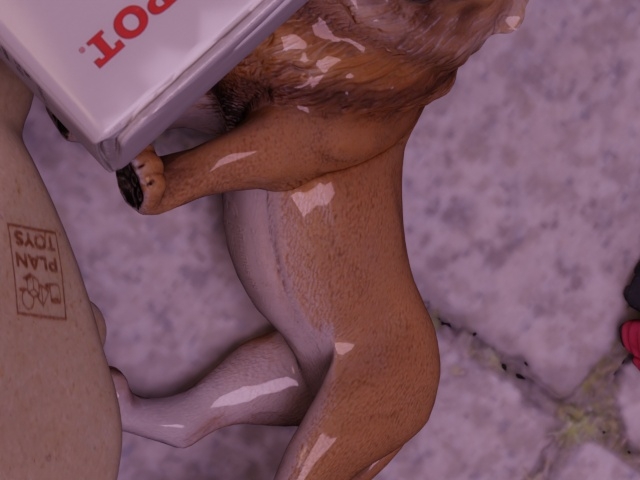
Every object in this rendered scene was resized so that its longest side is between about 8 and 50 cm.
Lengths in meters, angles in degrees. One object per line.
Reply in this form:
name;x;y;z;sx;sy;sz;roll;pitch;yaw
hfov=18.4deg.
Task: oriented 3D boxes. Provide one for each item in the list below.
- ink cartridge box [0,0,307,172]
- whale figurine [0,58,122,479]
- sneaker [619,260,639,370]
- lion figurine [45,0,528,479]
ink cartridge box;-0.110;-0.197;0.857;0.201;0.117;0.278;-43;88;-7
whale figurine;-0.186;0.036;0.907;0.216;0.141;0.272;9;74;-62
sneaker;0.295;-0.031;1.131;0.121;0.112;0.299;27;92;-26
lion figurine;0.000;0.000;1.022;0.240;0.142;0.392;-19;125;-28
